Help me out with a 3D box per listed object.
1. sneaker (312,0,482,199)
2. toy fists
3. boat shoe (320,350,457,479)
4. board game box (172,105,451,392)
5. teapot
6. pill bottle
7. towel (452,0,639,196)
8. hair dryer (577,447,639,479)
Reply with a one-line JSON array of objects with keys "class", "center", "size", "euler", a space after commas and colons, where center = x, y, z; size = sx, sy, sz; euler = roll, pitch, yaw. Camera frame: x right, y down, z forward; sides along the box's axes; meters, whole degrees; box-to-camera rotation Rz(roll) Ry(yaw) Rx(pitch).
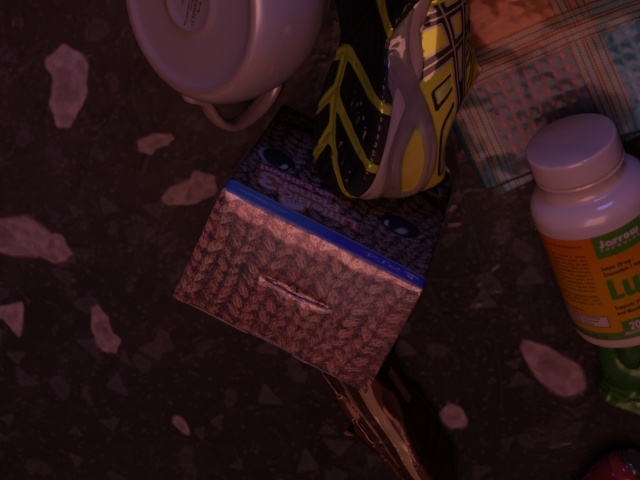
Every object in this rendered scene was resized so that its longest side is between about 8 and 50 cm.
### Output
[{"class": "sneaker", "center": [0.102, -0.232, 1.614], "size": [0.147, 0.145, 0.385], "euler": [6, 104, -39]}, {"class": "toy fists", "center": [0.462, 0.154, 1.747], "size": [0.279, 0.096, 0.142], "euler": [17, 113, 6]}, {"class": "boat shoe", "center": [0.077, 0.221, 1.862], "size": [0.095, 0.095, 0.257], "euler": [-23, 101, 33]}, {"class": "board game box", "center": [0.000, 0.000, 1.666], "size": [0.232, 0.291, 0.141], "euler": [27, 115, -1]}, {"class": "teapot", "center": [-0.078, -0.271, 1.637], "size": [0.256, 0.187, 0.253], "euler": [-23, 87, 46]}, {"class": "pill bottle", "center": [0.311, -0.013, 1.656], "size": [0.136, 0.136, 0.246], "euler": [-16, 123, 17]}, {"class": "towel", "center": [0.231, -0.253, 1.654], "size": [0.271, 0.040, 0.370], "euler": [-23, 106, 18]}, {"class": "hair dryer", "center": [0.406, 0.354, 1.849], "size": [0.293, 0.080, 0.224], "euler": [-11, 110, 16]}]
